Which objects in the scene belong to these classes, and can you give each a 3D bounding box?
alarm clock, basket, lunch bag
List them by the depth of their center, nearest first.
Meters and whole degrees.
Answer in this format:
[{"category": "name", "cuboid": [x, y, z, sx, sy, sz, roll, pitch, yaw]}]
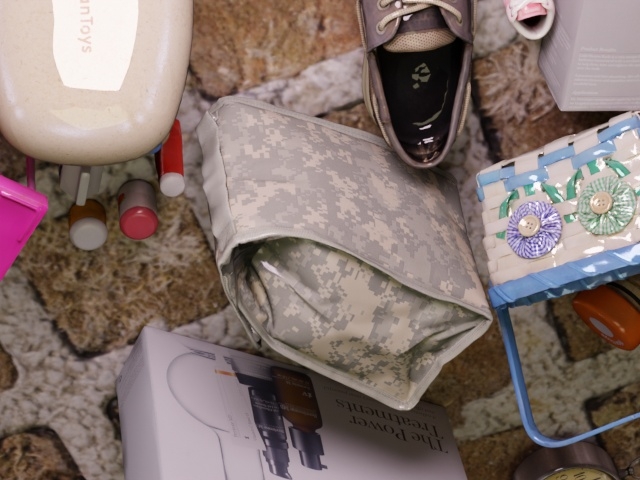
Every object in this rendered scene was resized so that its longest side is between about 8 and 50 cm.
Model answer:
[{"category": "lunch bag", "cuboid": [0.000, 0.000, 1.816, 0.287, 0.235, 0.169, 26, 121, -26]}, {"category": "basket", "cuboid": [0.279, 0.038, 1.826, 0.255, 0.201, 0.289, -21, 86, 21]}, {"category": "alarm clock", "cuboid": [0.307, 0.288, 2.195, 0.192, 0.064, 0.129, -16, 127, 6]}]

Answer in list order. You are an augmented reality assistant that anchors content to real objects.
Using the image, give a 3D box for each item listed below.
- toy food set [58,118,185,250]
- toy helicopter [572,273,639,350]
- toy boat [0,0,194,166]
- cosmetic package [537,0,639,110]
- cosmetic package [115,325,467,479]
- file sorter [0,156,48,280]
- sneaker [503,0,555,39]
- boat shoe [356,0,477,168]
[{"category": "toy food set", "cuboid": [-0.192, -0.070, 1.813, 0.111, 0.104, 0.232, 6, 125, -14]}, {"category": "toy helicopter", "cuboid": [0.446, 0.124, 1.936, 0.140, 0.355, 0.235, -49, 134, -11]}, {"category": "toy boat", "cuboid": [-0.272, -0.202, 1.665, 0.318, 0.148, 0.267, 4, 83, -2]}, {"category": "cosmetic package", "cuboid": [0.293, -0.244, 1.770, 0.127, 0.107, 0.238, 1, 124, -12]}, {"category": "cosmetic package", "cuboid": [-0.020, 0.253, 1.975, 0.377, 0.284, 0.097, 16, 122, -21]}, {"category": "file sorter", "cuboid": [-0.417, -0.015, 1.768, 0.202, 0.182, 0.290, 25, 118, -24]}, {"category": "sneaker", "cuboid": [0.193, -0.251, 1.766, 0.051, 0.070, 0.134, -14, 127, 3]}, {"category": "boat shoe", "cuboid": [0.096, -0.222, 1.732, 0.132, 0.130, 0.355, -11, 128, -1]}]
